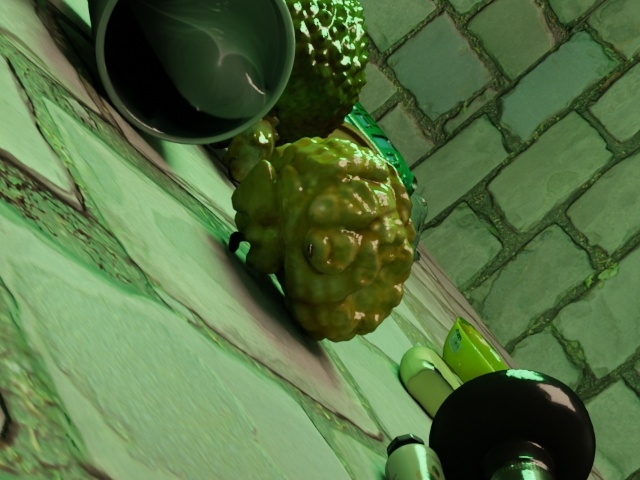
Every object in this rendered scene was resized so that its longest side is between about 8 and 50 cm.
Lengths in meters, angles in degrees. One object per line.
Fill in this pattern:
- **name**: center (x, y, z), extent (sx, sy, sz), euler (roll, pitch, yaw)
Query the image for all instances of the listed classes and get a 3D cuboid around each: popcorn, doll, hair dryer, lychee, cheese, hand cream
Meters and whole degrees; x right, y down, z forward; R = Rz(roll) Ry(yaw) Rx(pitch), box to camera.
- **popcorn**: center (0.001, -0.003, 1.292), extent (0.169, 0.218, 0.189), euler (-20, 41, -37)
- **doll**: center (0.134, -0.058, 2.527), extent (0.245, 0.158, 0.340), euler (62, 3, -1)
- **hair dryer**: center (0.194, 0.318, 1.098), extent (0.320, 0.156, 0.284), euler (-92, 171, -59)
- **lychee**: center (-0.067, -0.237, 1.692), extent (0.270, 0.320, 0.270), euler (29, -37, 25)
- **cheese**: center (0.156, 0.187, 1.738), extent (0.127, 0.050, 0.255), euler (49, 7, -6)
- **hand cream**: center (0.096, 0.244, 1.048), extent (0.080, 0.050, 0.234), euler (57, 7, -29)

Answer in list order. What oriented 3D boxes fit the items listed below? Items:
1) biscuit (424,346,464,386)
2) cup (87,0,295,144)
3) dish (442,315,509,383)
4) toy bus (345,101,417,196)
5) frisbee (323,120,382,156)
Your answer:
- **biscuit**: center (0.220, 0.249, 1.904), extent (0.180, 0.039, 0.236), euler (41, 9, -50)
- **cup**: center (-0.158, -0.249, 1.422), extent (0.205, 0.205, 0.312), euler (47, 5, -25)
- **dish**: center (0.260, 0.215, 2.174), extent (0.149, 0.080, 0.207), euler (44, 9, -20)
- **toy bus**: center (-0.006, -0.179, 2.139), extent (0.343, 0.183, 0.199), euler (51, 7, 13)
- **frisbee**: center (0.033, -0.075, 1.932), extent (0.251, 0.021, 0.250), euler (20, 60, -39)
